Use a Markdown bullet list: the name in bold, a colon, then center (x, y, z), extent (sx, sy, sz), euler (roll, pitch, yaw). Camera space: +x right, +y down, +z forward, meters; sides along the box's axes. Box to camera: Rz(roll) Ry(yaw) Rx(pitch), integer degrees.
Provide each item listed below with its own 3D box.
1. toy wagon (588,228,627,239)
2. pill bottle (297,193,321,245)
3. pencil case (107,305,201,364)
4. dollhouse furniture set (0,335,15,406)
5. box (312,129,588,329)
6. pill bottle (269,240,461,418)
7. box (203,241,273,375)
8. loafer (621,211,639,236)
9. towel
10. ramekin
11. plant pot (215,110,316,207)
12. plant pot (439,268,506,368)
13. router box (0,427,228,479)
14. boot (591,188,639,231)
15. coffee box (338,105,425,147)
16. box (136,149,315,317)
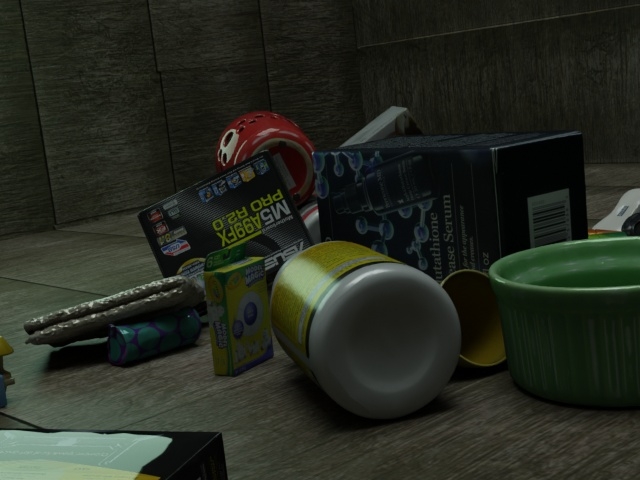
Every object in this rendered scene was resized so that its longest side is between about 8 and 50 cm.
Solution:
- **toy wagon**: center (0.476, 0.028, 1.837), extent (0.344, 0.068, 0.267), euler (-5, 10, 11)
- **pill bottle**: center (0.000, 0.000, 1.997), extent (0.176, 0.176, 0.318), euler (-9, 10, -14)
- **pencil case**: center (-0.268, 0.151, 1.617), extent (0.151, 0.065, 0.070), euler (-13, 26, -38)
- **dollhouse furniture set**: center (-0.632, 0.151, 1.457), extent (0.303, 0.198, 0.286), euler (-12, 11, -33)
- **box**: center (0.199, -0.014, 1.585), extent (0.212, 0.294, 0.395), euler (-13, 11, -38)
- **pill bottle**: center (0.039, 0.101, 1.328), extent (0.187, 0.188, 0.334), euler (-9, 10, -15)
- **box**: center (-0.119, 0.098, 1.480), extent (0.043, 0.179, 0.105), euler (-1, 11, 33)
- **loafer**: center (0.672, -0.025, 1.993), extent (0.223, 0.076, 0.078), euler (-10, 2, -43)
- **towel**: center (-0.336, 0.122, 1.665), extent (0.282, 0.049, 0.187), euler (-17, -7, -2)
- **ramekin**: center (0.366, 0.096, 1.254), extent (0.303, 0.148, 0.303), euler (-7, 9, 1)
- **plant pot**: center (-0.096, -0.150, 1.968), extent (0.191, 0.191, 0.174), euler (-9, 16, -17)
- **plant pot**: center (0.185, 0.118, 1.374), extent (0.134, 0.134, 0.095), euler (-13, -13, -35)
- **router box**: center (-0.273, 0.255, 0.939), extent (0.308, 0.081, 0.243), euler (-3, 10, 20)
- **boot**: center (0.613, -0.016, 2.042), extent (0.190, 0.086, 0.069), euler (-42, 34, -23)
- **coffee box**: center (0.169, -0.085, 1.908), extent (0.168, 0.297, 0.119), euler (-37, 14, -2)
- **box**: center (-0.165, -0.009, 1.812), extent (0.270, 0.216, 0.060), euler (-26, -17, 2)
